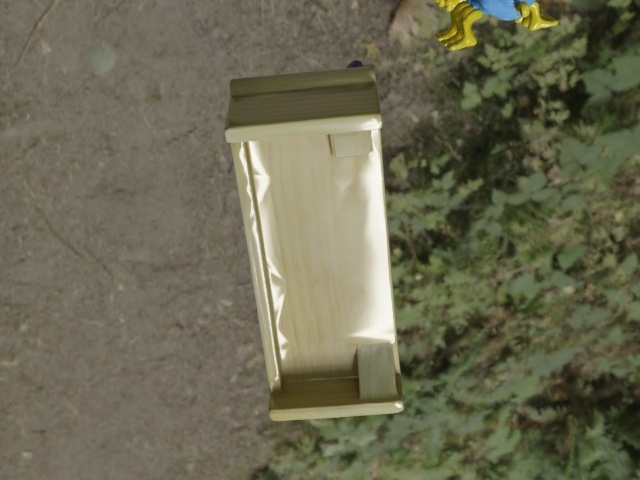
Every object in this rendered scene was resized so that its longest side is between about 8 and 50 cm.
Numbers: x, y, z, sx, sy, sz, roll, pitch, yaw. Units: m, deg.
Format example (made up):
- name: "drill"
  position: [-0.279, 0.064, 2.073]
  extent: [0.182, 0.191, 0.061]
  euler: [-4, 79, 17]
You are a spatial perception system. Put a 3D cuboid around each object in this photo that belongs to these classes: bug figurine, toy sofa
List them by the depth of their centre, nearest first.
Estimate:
- name: "bug figurine"
  position: [0.209, -0.231, 0.754]
  extent: [0.279, 0.216, 0.072]
  euler: [-17, 117, -8]
- name: "toy sofa"
  position: [0.000, 0.000, 1.000]
  extent: [0.150, 0.177, 0.362]
  euler: [-5, 120, 3]
